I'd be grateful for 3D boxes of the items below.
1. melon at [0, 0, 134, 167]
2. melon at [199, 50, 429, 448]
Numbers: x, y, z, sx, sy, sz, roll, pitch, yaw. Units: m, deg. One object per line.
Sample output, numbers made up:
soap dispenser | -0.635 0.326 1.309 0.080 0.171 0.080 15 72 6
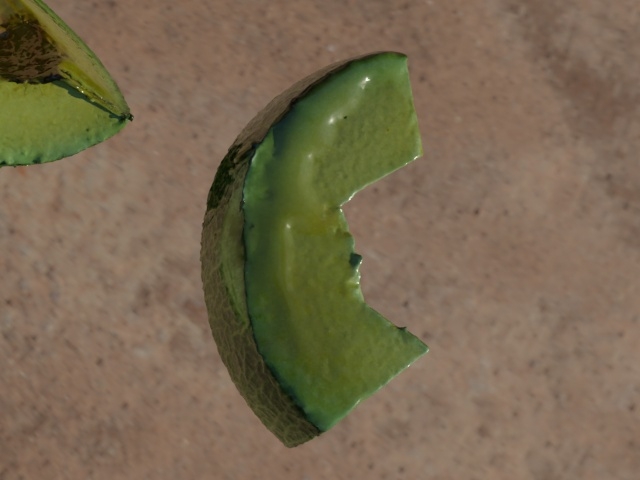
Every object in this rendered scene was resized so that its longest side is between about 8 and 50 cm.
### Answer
melon | -0.290 -0.157 1.351 0.265 0.169 0.129 38 102 -25
melon | 0.000 0.000 0.896 0.118 0.064 0.209 -3 78 -16
